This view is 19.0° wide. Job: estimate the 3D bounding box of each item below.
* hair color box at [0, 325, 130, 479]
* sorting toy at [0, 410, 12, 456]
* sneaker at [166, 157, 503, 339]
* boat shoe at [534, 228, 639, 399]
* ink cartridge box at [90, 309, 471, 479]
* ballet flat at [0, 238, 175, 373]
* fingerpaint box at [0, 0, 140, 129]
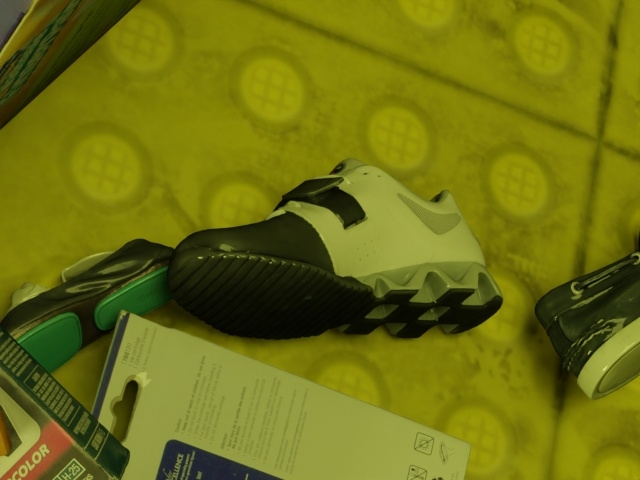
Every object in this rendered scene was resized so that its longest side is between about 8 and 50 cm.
[{"bbox_3d":[-0.324,0.106,1.402,0.347,0.105,0.174,45,94,-4],"label":"hair color box"},{"bbox_3d":[-0.385,0.116,1.328,0.307,0.041,0.229,-15,98,6],"label":"sorting toy"},{"bbox_3d":[0.000,0.000,1.625,0.330,0.122,0.146,6,59,-40],"label":"sneaker"},{"bbox_3d":[0.329,0.021,1.774,0.340,0.127,0.113,-33,66,-28],"label":"boat shoe"},{"bbox_3d":[-0.044,0.192,1.570,0.333,0.065,0.165,24,65,-18],"label":"ink cartridge box"},{"bbox_3d":[-0.203,0.055,1.546,0.203,0.074,0.074,-30,87,-26],"label":"ballet flat"},{"bbox_3d":[-0.207,-0.248,1.426,0.163,0.445,0.371,44,61,-4],"label":"fingerpaint box"}]
